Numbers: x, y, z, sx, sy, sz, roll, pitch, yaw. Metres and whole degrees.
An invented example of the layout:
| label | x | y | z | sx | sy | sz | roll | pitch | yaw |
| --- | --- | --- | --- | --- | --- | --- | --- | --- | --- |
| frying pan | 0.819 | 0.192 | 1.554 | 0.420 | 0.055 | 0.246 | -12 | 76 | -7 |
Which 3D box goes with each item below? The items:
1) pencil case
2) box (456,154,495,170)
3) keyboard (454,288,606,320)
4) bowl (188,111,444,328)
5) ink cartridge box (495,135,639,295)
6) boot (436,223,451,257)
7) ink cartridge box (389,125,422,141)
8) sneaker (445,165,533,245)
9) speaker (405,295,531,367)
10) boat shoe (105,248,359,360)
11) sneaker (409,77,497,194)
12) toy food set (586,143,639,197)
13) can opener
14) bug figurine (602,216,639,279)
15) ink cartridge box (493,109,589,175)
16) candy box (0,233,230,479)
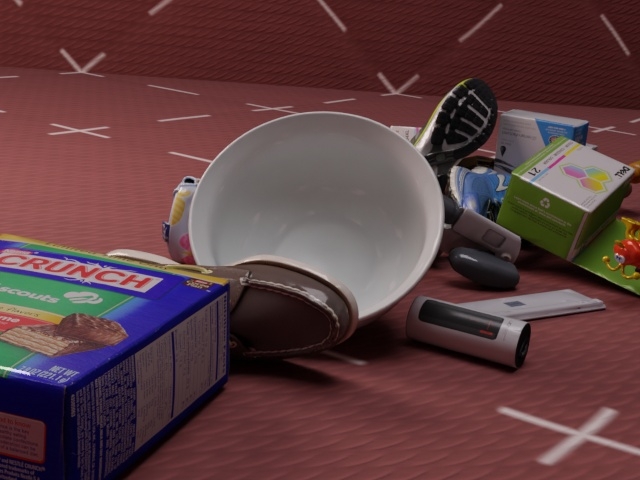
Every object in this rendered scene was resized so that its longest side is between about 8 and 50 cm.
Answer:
| label | x | y | z | sx | sy | sz | roll | pitch | yaw |
| --- | --- | --- | --- | --- | --- | --- | --- | --- | --- |
| pencil case | -0.068 | -0.013 | 1.437 | 0.273 | 0.124 | 0.113 | 9 | 15 | 9 |
| box | 0.226 | -0.123 | 1.960 | 0.201 | 0.021 | 0.164 | -11 | -5 | 29 |
| keyboard | 0.262 | 0.088 | 1.401 | 0.256 | 0.014 | 0.072 | -4 | 13 | -33 |
| bowl | 0.000 | 0.000 | 1.280 | 0.298 | 0.297 | 0.134 | 9 | -28 | 11 |
| ink cartridge box | 0.422 | -0.039 | 1.587 | 0.255 | 0.097 | 0.189 | 28 | 37 | 23 |
| boot | 0.081 | -0.023 | 1.611 | 0.209 | 0.076 | 0.189 | 11 | -8 | -10 |
| ink cartridge box | 0.179 | -0.165 | 2.085 | 0.143 | 0.092 | 0.090 | 2 | -14 | -10 |
| sneaker | 0.286 | -0.056 | 1.712 | 0.147 | 0.129 | 0.330 | 9 | 15 | 21 |
| speaker | 0.171 | 0.104 | 1.224 | 0.136 | 0.055 | 0.055 | 14 | 17 | 26 |
| boat shoe | -0.124 | 0.075 | 1.125 | 0.324 | 0.116 | 0.097 | 7 | 19 | 20 |
| sneaker | 0.188 | -0.158 | 1.827 | 0.111 | 0.300 | 0.121 | 43 | -11 | -20 |
| toy food set | 0.514 | -0.124 | 2.067 | 0.232 | 0.111 | 0.104 | 18 | 19 | 31 |
| can opener | 0.160 | -0.021 | 1.472 | 0.283 | 0.076 | 0.095 | 27 | 23 | -18 |
| bug figurine | 0.526 | 0.061 | 1.423 | 0.216 | 0.072 | 0.279 | 10 | 17 | -35 |
| ink cartridge box | 0.382 | -0.124 | 1.875 | 0.140 | 0.190 | 0.082 | 13 | 18 | 28 |
| candy box | -0.260 | 0.102 | 0.952 | 0.268 | 0.122 | 0.317 | 9 | 15 | 16 |
